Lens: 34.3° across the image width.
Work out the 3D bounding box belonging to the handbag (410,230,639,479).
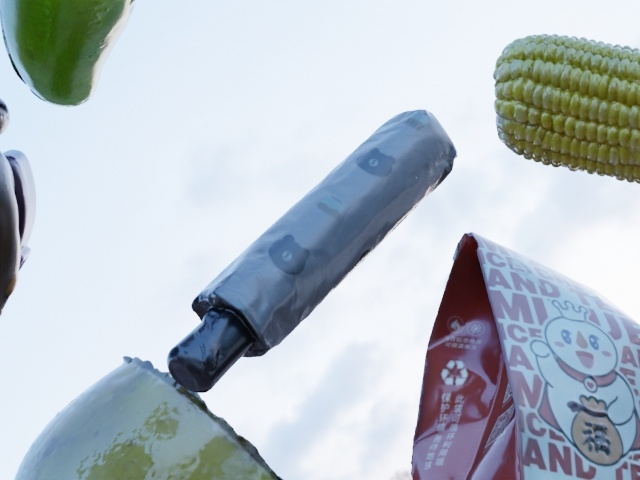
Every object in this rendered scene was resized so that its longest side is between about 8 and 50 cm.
[{"bbox_3d":[0.180,0.140,0.879,0.171,0.298,0.151,19,-30,-27],"label":"handbag"}]

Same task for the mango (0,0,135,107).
[{"bbox_3d":[-0.215,-0.211,0.899,0.125,0.111,0.233,-40,-18,-32],"label":"mango"}]

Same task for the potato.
[{"bbox_3d":[-0.178,0.384,1.174,0.319,0.442,0.385,-44,7,-23],"label":"potato"}]

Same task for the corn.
[{"bbox_3d":[0.172,-0.063,0.529,0.165,0.063,0.085,10,-43,21],"label":"corn"}]

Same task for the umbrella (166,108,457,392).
[{"bbox_3d":[0.000,0.000,0.826,0.337,0.073,0.067,-43,6,-36],"label":"umbrella"}]

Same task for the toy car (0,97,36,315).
[{"bbox_3d":[-0.394,-0.033,0.796,0.271,0.340,0.240,-58,9,8],"label":"toy car"}]
